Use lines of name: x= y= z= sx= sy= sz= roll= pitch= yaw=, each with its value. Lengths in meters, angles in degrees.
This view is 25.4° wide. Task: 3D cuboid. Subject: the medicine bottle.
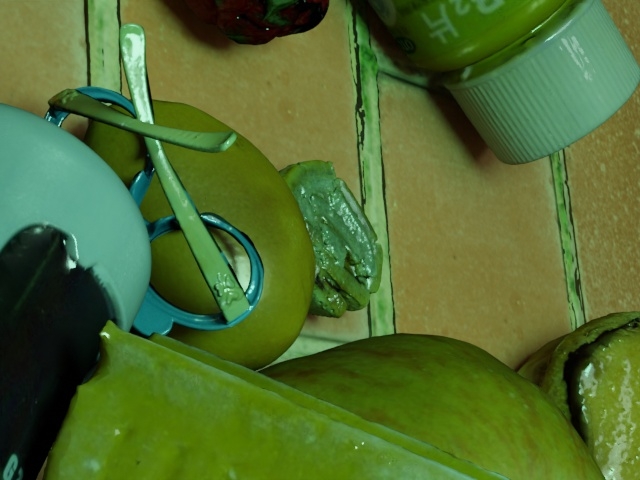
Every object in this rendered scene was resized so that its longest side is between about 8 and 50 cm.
medicine bottle: x=0.165 y=-0.285 z=1.509 sx=0.384 sy=0.224 sz=0.224 roll=53 pitch=46 yaw=-17

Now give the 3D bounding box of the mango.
mango: x=-0.097 y=-0.009 z=1.208 sx=0.175 sy=0.139 sz=0.255 roll=-13 pitch=78 yaw=-45

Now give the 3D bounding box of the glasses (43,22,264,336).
glasses: x=-0.112 y=-0.058 z=1.072 sx=0.102 sy=0.207 sz=0.239 roll=-26 pitch=73 yaw=-45

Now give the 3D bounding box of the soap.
soap: x=-0.047 y=0.218 z=0.893 sx=0.281 sy=0.143 sz=0.259 roll=20 pitch=84 yaw=8

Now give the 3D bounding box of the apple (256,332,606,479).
apple: x=0.060 y=0.266 z=1.119 sx=0.400 sy=0.333 sz=0.400 roll=19 pitch=61 yaw=-39

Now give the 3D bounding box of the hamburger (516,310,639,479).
hamburger: x=0.330 y=0.230 z=1.514 sx=0.284 sy=0.174 sz=0.305 roll=-2 pitch=76 yaw=-43

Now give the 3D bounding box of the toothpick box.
toothpick box: x=-0.269 y=0.054 z=0.961 sx=0.263 sy=0.263 sz=0.355 roll=45 pitch=48 yaw=-24

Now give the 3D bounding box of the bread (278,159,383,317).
bread: x=0.000 y=0.000 z=1.354 sx=0.156 sy=0.064 sz=0.117 roll=54 pitch=47 yaw=-14

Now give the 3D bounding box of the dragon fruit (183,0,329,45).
dragon fruit: x=-0.059 y=-0.277 z=1.329 sx=0.182 sy=0.182 sz=0.189 roll=35 pitch=62 yaw=-31
